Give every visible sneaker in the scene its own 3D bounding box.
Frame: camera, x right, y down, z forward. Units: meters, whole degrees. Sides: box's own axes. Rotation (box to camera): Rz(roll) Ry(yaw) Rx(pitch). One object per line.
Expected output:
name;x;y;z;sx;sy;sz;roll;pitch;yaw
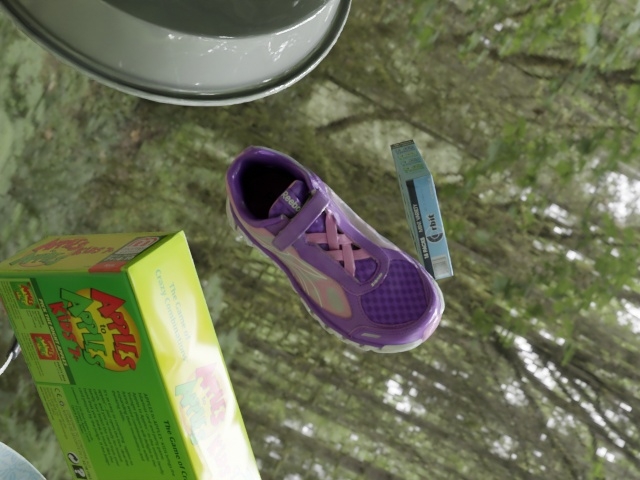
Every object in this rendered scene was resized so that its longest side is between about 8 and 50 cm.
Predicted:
sneaker;0.000;0.000;0.771;0.095;0.236;0.104;-45;157;-12

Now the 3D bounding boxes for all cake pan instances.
cake pan;-0.097;-0.234;0.625;0.054;0.293;0.293;-37;-153;58

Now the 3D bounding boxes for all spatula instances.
spatula;-0.402;0.157;1.138;0.084;0.030;0.297;-50;-166;46

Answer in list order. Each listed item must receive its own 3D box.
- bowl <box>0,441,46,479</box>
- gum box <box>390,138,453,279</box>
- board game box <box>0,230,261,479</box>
bowl;-0.564;0.463;1.494;0.156;0.289;0.289;-45;-166;4
gum box;0.147;-0.049;1.357;0.184;0.041;0.157;-98;174;-69
board game box;-0.089;0.087;0.460;0.092;0.181;0.043;-2;-157;32
